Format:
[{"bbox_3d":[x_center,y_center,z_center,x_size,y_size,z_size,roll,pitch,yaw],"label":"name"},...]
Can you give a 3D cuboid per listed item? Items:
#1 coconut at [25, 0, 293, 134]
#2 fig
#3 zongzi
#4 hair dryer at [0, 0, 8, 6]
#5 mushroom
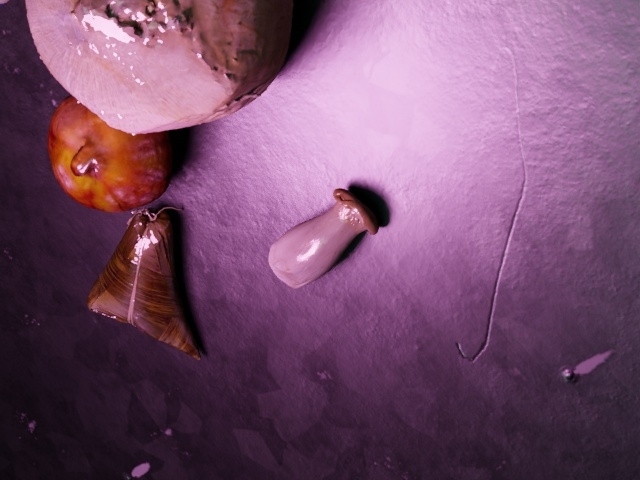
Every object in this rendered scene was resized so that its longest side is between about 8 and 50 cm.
[{"bbox_3d":[-0.234,-0.342,1.455,0.404,0.404,0.405,12,117,24],"label":"coconut"},{"bbox_3d":[-0.350,-0.152,1.695,0.263,0.224,0.224,30,132,59],"label":"fig"},{"bbox_3d":[-0.271,0.074,1.834,0.241,0.111,0.248,30,118,-7],"label":"zongzi"},{"bbox_3d":[-0.449,-0.519,1.675,0.298,0.119,0.296,11,113,7],"label":"hair dryer"},{"bbox_3d":[0.001,0.000,1.647,0.212,0.088,0.097,-44,55,30],"label":"mushroom"}]
